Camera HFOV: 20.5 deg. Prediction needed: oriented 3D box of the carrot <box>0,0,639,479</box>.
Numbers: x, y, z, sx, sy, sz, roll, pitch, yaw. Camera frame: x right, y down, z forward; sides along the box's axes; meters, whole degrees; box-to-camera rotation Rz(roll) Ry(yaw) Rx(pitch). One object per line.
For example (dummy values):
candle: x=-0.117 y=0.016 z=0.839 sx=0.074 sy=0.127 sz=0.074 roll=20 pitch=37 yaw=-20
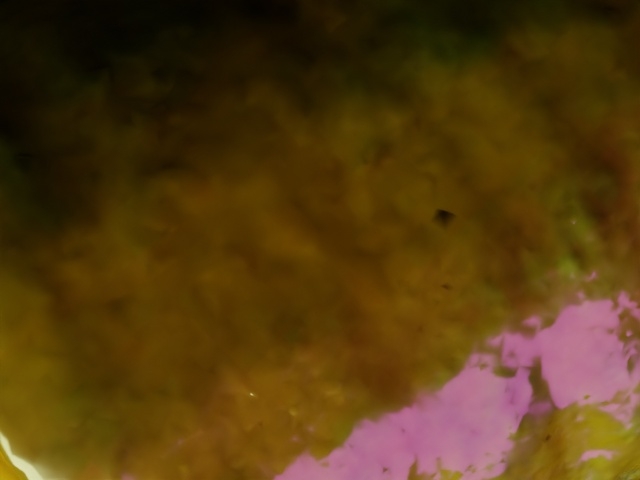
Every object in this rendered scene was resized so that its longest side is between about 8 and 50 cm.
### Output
carrot: x=0.000 y=0.000 z=0.576 sx=0.341 sy=0.241 sz=0.241 roll=-26 pitch=162 yaw=-11
